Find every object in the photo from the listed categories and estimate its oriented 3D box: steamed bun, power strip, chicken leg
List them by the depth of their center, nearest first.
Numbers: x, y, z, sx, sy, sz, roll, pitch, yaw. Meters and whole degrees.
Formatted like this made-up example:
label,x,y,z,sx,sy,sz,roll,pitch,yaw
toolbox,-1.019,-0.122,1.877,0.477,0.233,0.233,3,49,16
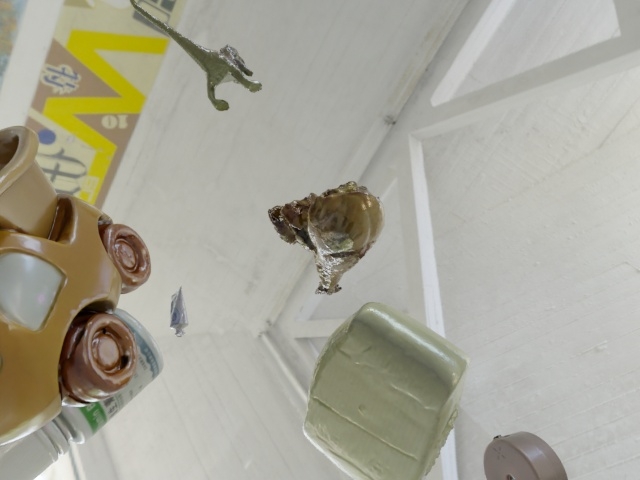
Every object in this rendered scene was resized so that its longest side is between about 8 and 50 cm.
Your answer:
label,x,y,z,sx,sy,sz,roll,pitch,yaw
steamed bun,0.091,0.216,0.610,0.200,0.154,0.250,29,-70,24
power strip,0.403,0.463,0.854,0.154,0.078,0.154,177,-90,-66
chicken leg,0.000,0.000,1.120,0.294,0.182,0.410,16,-40,7

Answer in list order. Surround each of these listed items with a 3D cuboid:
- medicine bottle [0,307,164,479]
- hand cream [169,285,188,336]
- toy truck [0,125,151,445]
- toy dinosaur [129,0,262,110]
label,x,y,z,sx,sy,sz,roll,pitch,yaw
medicine bottle,-0.351,0.213,0.598,0.139,0.237,0.139,18,-53,25
hand cream,-0.428,0.217,1.288,0.084,0.053,0.142,-37,-122,41
toy truck,-0.315,0.045,0.433,0.204,0.212,0.288,-20,-135,11
toy dinosaur,-0.221,-0.349,0.836,0.072,0.251,0.200,-45,-110,38
